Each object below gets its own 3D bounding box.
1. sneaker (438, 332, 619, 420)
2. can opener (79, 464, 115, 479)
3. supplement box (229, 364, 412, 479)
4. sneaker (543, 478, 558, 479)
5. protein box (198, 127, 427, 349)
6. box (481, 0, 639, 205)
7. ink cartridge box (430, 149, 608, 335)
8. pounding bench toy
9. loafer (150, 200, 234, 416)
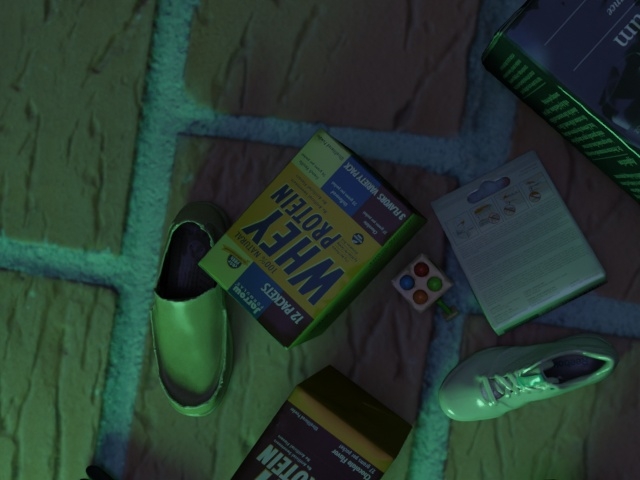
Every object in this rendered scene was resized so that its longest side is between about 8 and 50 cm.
[{"bbox_3d":[0.234,0.156,1.081,0.212,0.094,0.080,-20,87,10],"label":"sneaker"},{"bbox_3d":[-0.236,0.355,1.185,0.059,0.073,0.186,-48,72,14],"label":"can opener"},{"bbox_3d":[-0.011,0.267,1.075,0.129,0.191,0.194,36,96,9],"label":"supplement box"},{"bbox_3d":[0.438,0.380,1.023,0.483,0.185,0.202,26,72,9],"label":"sneaker"},{"bbox_3d":[0.000,0.000,1.073,0.136,0.201,0.200,43,97,8],"label":"protein box"},{"bbox_3d":[0.414,-0.179,0.975,0.395,0.212,0.293,41,95,1],"label":"box"},{"bbox_3d":[0.232,0.003,1.122,0.145,0.045,0.179,-28,66,9],"label":"ink cartridge box"},{"bbox_3d":[0.132,0.062,1.116,0.052,0.065,0.083,-44,82,7],"label":"pounding bench toy"},{"bbox_3d":[-0.163,0.084,1.157,0.102,0.092,0.268,-1,89,11],"label":"loafer"}]
